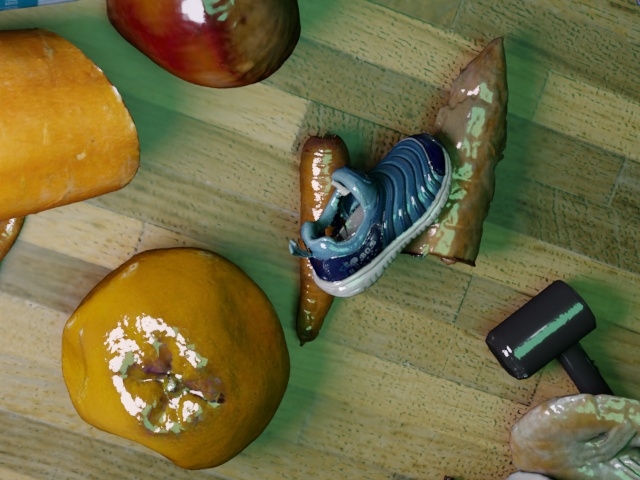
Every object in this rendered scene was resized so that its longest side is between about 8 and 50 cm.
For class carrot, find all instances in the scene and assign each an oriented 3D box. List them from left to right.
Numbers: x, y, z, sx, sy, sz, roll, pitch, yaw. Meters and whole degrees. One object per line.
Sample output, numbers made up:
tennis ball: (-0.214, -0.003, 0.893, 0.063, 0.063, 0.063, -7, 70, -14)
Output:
carrot: (-0.375, -0.109, 1.708, 0.331, 0.214, 0.193, -19, 147, -22)
carrot: (-0.358, 0.024, 1.830, 0.036, 0.035, 0.165, 26, 92, -14)
carrot: (0.000, 0.000, 1.887, 0.059, 0.059, 0.247, 2, 103, -11)
carrot: (0.160, -0.099, 1.881, 0.102, 0.102, 0.263, 14, 96, -13)

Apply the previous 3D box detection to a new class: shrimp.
shrimp: (0.374, 0.248, 1.953, 0.317, 0.077, 0.168, 8, 133, 1)

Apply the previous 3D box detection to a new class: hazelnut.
hazelnut: (-0.127, -0.250, 1.759, 0.208, 0.208, 0.208, -2, 100, -11)

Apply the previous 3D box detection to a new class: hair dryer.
hair dryer: (0.297, 0.170, 1.980, 0.114, 0.070, 0.248, -37, 113, -4)

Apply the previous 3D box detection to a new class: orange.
orange: (-0.149, 0.125, 1.812, 0.249, 0.183, 0.249, -2, 102, -10)

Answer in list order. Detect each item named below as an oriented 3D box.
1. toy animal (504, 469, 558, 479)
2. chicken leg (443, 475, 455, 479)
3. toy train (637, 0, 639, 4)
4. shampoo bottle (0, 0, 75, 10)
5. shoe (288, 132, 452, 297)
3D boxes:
toy animal: (0.229, 0.447, 1.919, 0.251, 0.251, 0.310, -23, 107, -6)
chicken leg: (0.126, 0.345, 1.982, 0.062, 0.037, 0.145, 2, 99, -18)
toy train: (0.421, -0.304, 1.907, 0.188, 0.072, 0.099, 8, 93, -12)
shampoo bottle: (-0.380, -0.373, 1.602, 0.343, 0.331, 0.331, -9, 102, -11)
shoe: (0.055, -0.039, 1.819, 0.207, 0.091, 0.106, -47, 133, -12)
